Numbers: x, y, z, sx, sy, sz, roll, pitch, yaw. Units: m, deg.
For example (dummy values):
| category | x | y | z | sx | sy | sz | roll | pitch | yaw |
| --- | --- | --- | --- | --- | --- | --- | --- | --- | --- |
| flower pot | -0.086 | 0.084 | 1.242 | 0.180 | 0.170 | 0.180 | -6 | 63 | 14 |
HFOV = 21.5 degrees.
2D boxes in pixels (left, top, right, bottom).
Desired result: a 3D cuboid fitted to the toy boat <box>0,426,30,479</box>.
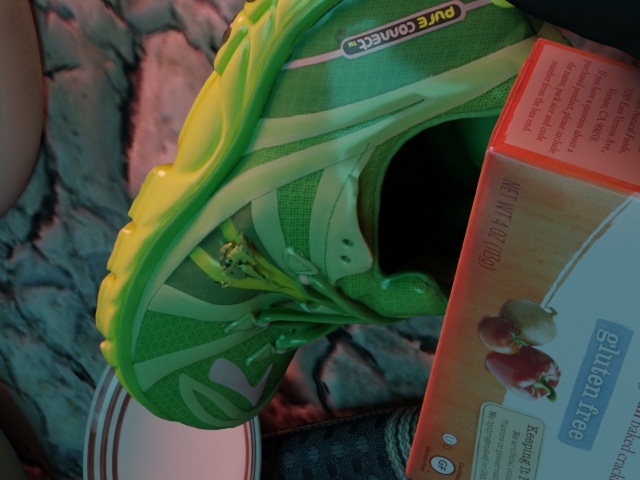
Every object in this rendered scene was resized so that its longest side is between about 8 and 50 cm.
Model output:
| category | x | y | z | sx | sy | sz | roll | pitch | yaw |
| --- | --- | --- | --- | --- | --- | --- | --- | --- | --- |
| toy boat | -0.318 | 0.107 | 0.987 | 0.267 | 0.148 | 0.318 | -11 | 114 | 46 |

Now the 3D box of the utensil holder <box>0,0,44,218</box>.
| category | x | y | z | sx | sy | sz | roll | pitch | yaw |
| --- | --- | --- | --- | --- | --- | --- | --- | --- | --- |
| utensil holder | -0.369 | -0.043 | 0.725 | 0.327 | 0.385 | 0.328 | 23 | 134 | 27 |

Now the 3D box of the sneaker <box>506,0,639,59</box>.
| category | x | y | z | sx | sy | sz | roll | pitch | yaw |
| --- | --- | --- | --- | --- | --- | --- | --- | --- | --- |
| sneaker | 0.158 | -0.155 | 0.396 | 0.139 | 0.125 | 0.341 | 30 | 143 | -21 |

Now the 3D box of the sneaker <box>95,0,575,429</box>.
| category | x | y | z | sx | sy | sz | roll | pitch | yaw |
| --- | --- | --- | --- | --- | --- | --- | --- | --- | --- |
| sneaker | 0.000 | 0.000 | 0.643 | 0.123 | 0.109 | 0.295 | 43 | 140 | 12 |

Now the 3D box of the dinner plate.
| category | x | y | z | sx | sy | sz | roll | pitch | yaw |
| --- | --- | --- | --- | --- | --- | --- | --- | --- | --- |
| dinner plate | -0.070 | 0.106 | 0.817 | 0.141 | 0.017 | 0.141 | -10 | 76 | 46 |

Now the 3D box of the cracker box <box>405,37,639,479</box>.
| category | x | y | z | sx | sy | sz | roll | pitch | yaw |
| --- | --- | --- | --- | --- | --- | --- | --- | --- | --- |
| cracker box | 0.155 | 0.046 | 0.532 | 0.232 | 0.067 | 0.156 | 18 | 134 | 9 |

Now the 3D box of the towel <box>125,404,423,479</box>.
| category | x | y | z | sx | sy | sz | roll | pitch | yaw |
| --- | --- | --- | --- | --- | --- | --- | --- | --- | --- |
| towel | 0.070 | 0.222 | 0.821 | 0.312 | 0.056 | 0.324 | -18 | 106 | 45 |
